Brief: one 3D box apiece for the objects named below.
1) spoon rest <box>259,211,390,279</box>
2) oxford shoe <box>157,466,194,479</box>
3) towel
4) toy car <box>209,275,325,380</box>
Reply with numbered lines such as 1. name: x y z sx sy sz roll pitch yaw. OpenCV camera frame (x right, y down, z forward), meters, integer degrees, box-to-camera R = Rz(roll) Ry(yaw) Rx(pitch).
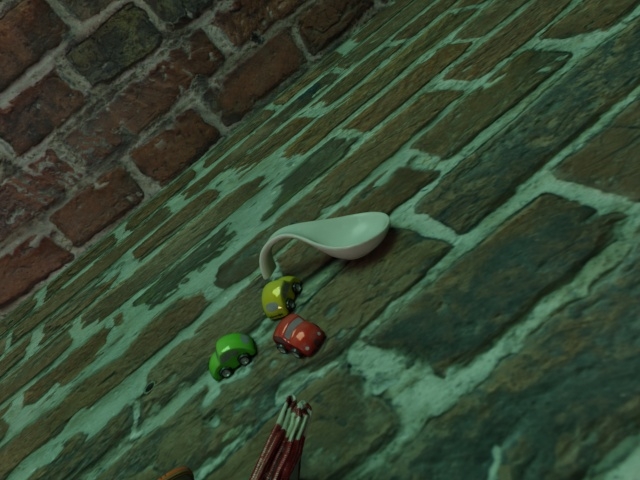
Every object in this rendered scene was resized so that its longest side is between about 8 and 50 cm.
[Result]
1. spoon rest: 0.000 0.000 1.021 0.277 0.084 0.137 -17 23 23
2. oxford shoe: -0.242 0.429 0.700 0.098 0.096 0.271 21 56 28
3. towel: -0.079 0.339 0.509 0.037 0.237 0.329 18 49 10
4. toy car: -0.116 0.166 0.966 0.225 0.053 0.239 -36 27 3
